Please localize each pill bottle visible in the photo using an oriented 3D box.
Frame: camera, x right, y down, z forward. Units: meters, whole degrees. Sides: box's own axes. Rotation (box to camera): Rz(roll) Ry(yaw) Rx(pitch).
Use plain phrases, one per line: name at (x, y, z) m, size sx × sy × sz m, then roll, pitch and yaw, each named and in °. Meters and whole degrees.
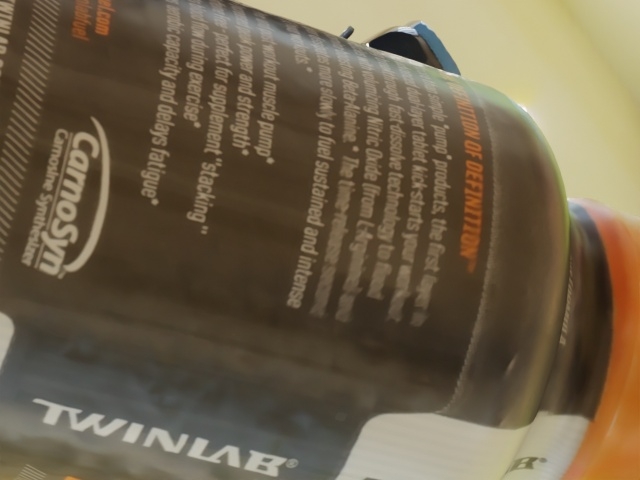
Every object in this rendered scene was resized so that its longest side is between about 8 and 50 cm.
pill bottle at (-0.028, 0.006, 0.410) m, size 0.245 × 0.130 × 0.130 m, roll 16°, pitch -124°, yaw -18°

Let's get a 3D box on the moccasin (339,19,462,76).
moccasin at (0.000, 0.000, 0.927) m, size 0.116 × 0.342 × 0.138 m, roll -18°, pitch -110°, yaw -18°
